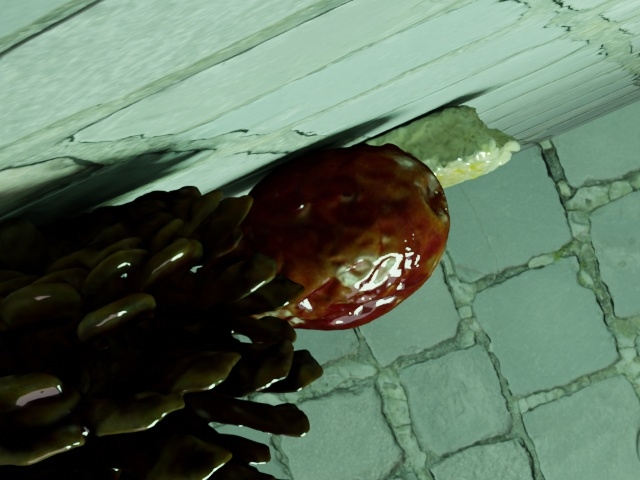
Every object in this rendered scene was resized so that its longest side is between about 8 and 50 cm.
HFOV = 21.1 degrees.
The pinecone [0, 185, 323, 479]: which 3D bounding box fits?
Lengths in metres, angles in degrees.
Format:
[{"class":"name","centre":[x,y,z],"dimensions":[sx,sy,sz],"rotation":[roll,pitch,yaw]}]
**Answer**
[{"class":"pinecone","centre":[-0.179,0.135,1.412],"dimensions":[0.398,0.397,0.398],"rotation":[-23,178,-1]}]

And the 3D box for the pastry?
[{"class":"pastry","centre":[0.097,-0.084,1.954],"dimensions":[0.258,0.089,0.121],"rotation":[-25,174,22]}]

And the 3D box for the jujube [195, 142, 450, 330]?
[{"class":"jujube","centre":[0.000,0.000,1.825],"dimensions":[0.290,0.197,0.197],"rotation":[-23,178,32]}]
